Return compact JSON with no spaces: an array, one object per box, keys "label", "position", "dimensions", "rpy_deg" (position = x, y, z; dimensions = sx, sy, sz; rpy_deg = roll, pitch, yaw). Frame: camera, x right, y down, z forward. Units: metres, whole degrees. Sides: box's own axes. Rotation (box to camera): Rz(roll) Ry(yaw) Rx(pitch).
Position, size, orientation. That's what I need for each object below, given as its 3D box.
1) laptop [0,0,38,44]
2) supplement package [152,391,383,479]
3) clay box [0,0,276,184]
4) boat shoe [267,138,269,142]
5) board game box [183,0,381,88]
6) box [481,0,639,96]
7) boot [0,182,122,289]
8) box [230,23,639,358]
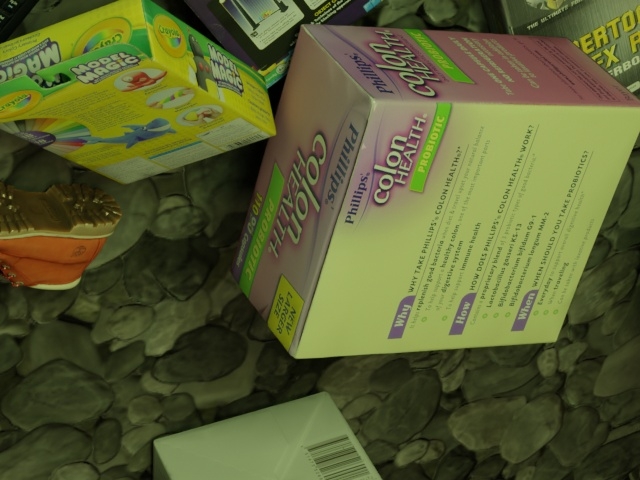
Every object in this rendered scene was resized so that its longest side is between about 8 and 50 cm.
[{"label":"laptop","position":[-0.226,-0.175,1.076],"dimensions":[0.264,0.136,0.234],"rpy_deg":[-47,137,15]},{"label":"supplement package","position":[-0.045,0.315,1.628],"dimensions":[0.175,0.177,0.293],"rpy_deg":[-14,136,-21]},{"label":"clay box","position":[-0.133,-0.100,1.186],"dimensions":[0.127,0.053,0.222],"rpy_deg":[-17,162,18]},{"label":"boat shoe","position":[0.000,0.000,1.432],"dimensions":[0.080,0.076,0.228],"rpy_deg":[-15,135,-20]},{"label":"board game box","position":[-0.016,-0.204,1.249],"dimensions":[0.170,0.048,0.141],"rpy_deg":[-37,137,4]},{"label":"box","position":[0.245,-0.200,1.411],"dimensions":[0.231,0.056,0.183],"rpy_deg":[-29,139,-5]},{"label":"boot","position":[-0.229,0.002,1.307],"dimensions":[0.158,0.059,0.085],"rpy_deg":[5,131,-37]},{"label":"box","position":[0.085,-0.036,1.323],"dimensions":[0.243,0.117,0.213],"rpy_deg":[-2,124,-31]}]
